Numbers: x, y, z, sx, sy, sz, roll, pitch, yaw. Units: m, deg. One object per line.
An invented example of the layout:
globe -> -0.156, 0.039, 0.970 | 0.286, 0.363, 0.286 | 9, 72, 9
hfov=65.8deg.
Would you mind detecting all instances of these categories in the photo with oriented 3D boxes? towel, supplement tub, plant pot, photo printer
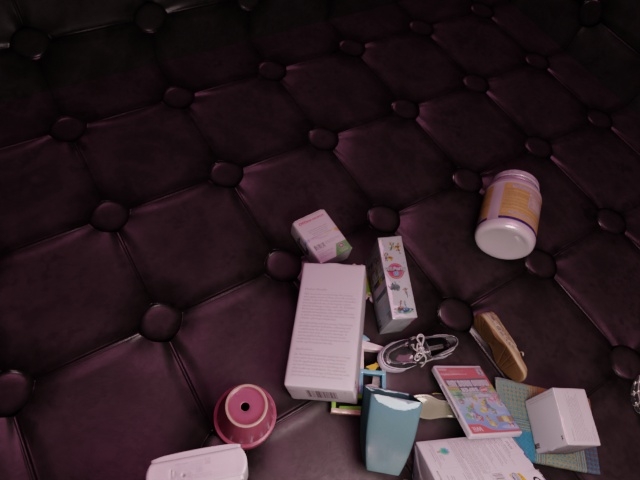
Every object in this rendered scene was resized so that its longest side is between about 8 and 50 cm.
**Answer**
towel -> 0.791, 0.654, 1.747 | 0.369, 0.040, 0.272 | 13, 58, -3
supplement tub -> 0.801, -0.113, 2.096 | 0.240, 0.241, 0.332 | 23, 58, 4
plant pot -> -0.234, 0.538, 1.549 | 0.201, 0.180, 0.202 | 5, 58, -8
plant pot -> 0.211, 0.607, 1.580 | 0.165, 0.165, 0.235 | 10, 82, -2
photo printer -> -0.329, 0.659, 1.380 | 0.255, 0.308, 0.107 | -7, 59, -11

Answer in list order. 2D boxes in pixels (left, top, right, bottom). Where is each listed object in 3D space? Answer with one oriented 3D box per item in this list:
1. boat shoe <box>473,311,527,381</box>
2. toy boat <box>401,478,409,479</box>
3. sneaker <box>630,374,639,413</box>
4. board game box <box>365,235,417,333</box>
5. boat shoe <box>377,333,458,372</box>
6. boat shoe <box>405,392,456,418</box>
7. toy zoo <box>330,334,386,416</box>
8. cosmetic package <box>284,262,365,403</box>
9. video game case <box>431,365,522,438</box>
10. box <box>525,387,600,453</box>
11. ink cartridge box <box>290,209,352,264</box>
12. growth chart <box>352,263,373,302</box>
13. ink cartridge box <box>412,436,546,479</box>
boat shoe -> 0.689, 0.387, 1.849 | 0.089, 0.105, 0.285 | -10, 57, -25
toy boat -> 0.239, 0.876, 1.415 | 0.148, 0.267, 0.319 | 9, 89, -11
sneaker -> 1.235, 0.631, 1.821 | 0.109, 0.107, 0.276 | 13, 60, -25
board game box -> 0.253, 0.167, 1.815 | 0.097, 0.224, 0.304 | -5, 68, -10
boat shoe -> 0.354, 0.396, 1.769 | 0.306, 0.105, 0.113 | -2, 62, -18
boat shoe -> 0.396, 0.570, 1.711 | 0.227, 0.068, 0.081 | 7, 87, -5
toy zoo -> 0.136, 0.467, 1.746 | 0.192, 0.030, 0.294 | 7, 58, -6
cosmetic package -> 0.031, 0.312, 1.716 | 0.229, 0.162, 0.454 | 2, 57, 11
video game case -> 0.525, 0.542, 1.685 | 0.203, 0.025, 0.285 | 5, 33, -20
box -> 0.800, 0.604, 1.648 | 0.118, 0.181, 0.182 | 5, 58, -10
ink cartridge box -> 0.000, 0.000, 1.971 | 0.154, 0.093, 0.212 | -26, 68, -24
growth chart -> 0.226, 0.166, 1.953 | 0.237, 0.021, 0.172 | 3, 60, -8
ink cartridge box -> 0.513, 0.741, 1.504 | 0.394, 0.151, 0.270 | -3, 20, -10
